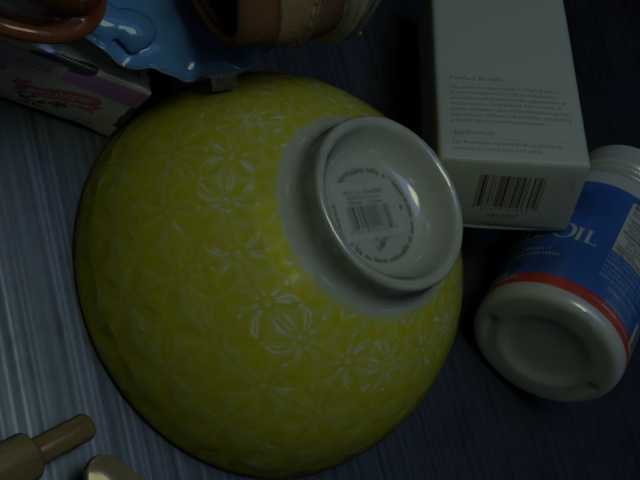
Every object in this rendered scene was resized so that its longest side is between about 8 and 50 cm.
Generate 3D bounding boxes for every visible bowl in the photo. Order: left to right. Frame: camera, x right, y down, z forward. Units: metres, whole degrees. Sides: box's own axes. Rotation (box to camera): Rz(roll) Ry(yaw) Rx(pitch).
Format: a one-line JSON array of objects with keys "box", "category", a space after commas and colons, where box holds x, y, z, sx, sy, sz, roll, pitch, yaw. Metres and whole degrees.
[{"box": [0.000, 0.000, 0.669, 0.289, 0.156, 0.290, 15, 62, -31], "category": "bowl"}]

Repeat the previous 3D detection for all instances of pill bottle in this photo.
[{"box": [0.224, 0.018, 0.853, 0.124, 0.124, 0.221, 47, 49, -12], "category": "pill bottle"}]

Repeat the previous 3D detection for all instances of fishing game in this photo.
[{"box": [-0.100, -0.181, 0.655, 0.264, 0.041, 0.189, -9, 75, -31], "category": "fishing game"}]

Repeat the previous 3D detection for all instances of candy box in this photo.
[{"box": [-0.187, -0.190, 0.664, 0.164, 0.070, 0.196, 18, 61, -31], "category": "candy box"}]

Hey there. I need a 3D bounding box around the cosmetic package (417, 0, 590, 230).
[{"box": [0.143, -0.124, 0.830, 0.117, 0.086, 0.231, 4, 53, -1], "category": "cosmetic package"}]

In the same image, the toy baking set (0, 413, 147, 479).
[{"box": [-0.145, 0.200, 0.559, 0.256, 0.030, 0.197, -31, 94, -41], "category": "toy baking set"}]

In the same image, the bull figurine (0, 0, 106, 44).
[{"box": [-0.200, -0.253, 0.536, 0.188, 0.101, 0.311, -4, 71, -47], "category": "bull figurine"}]

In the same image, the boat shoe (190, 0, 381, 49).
[{"box": [-0.082, -0.257, 0.606, 0.116, 0.123, 0.324, -26, 79, -32], "category": "boat shoe"}]
